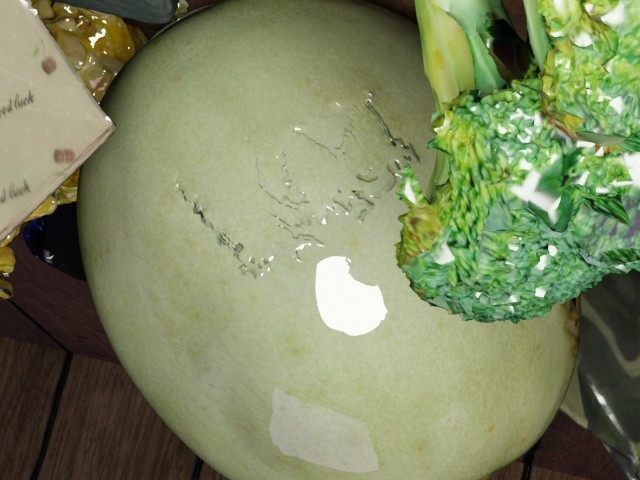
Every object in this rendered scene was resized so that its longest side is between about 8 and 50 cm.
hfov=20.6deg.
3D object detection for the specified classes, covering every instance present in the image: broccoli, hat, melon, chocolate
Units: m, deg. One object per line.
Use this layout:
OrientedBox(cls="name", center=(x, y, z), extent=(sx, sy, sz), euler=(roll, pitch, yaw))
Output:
OrientedBox(cls="broccoli", center=(0.095, -0.106, 0.647), extent=(0.269, 0.269, 0.254), euler=(13, 162, 6))
OrientedBox(cls="hat", center=(0.158, 0.017, 1.325), extent=(0.366, 0.257, 0.381), euler=(30, 148, 51))
OrientedBox(cls="melon", center=(0.000, 0.000, 1.011), extent=(0.268, 0.330, 0.268), euler=(-29, 171, -5))
OrientedBox(cls="chocolate", center=(-0.303, -0.057, 1.563), extent=(0.343, 0.126, 0.148), euler=(14, -153, 39))

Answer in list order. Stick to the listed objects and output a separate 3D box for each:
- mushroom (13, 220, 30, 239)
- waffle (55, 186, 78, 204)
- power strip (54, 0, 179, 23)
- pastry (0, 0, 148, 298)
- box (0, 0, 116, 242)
OrientedBox(cls="mushroom", center=(-0.325, -0.077, 1.319), extent=(0.253, 0.153, 0.253), euler=(33, 176, 2))
OrientedBox(cls="waffle", center=(-0.127, -0.064, 1.278), extent=(0.191, 0.038, 0.191), euler=(-13, -163, 4))
OrientedBox(cls="power strip", center=(-0.121, -0.183, 0.862), extent=(0.105, 0.070, 0.256), euler=(12, 169, 1))
OrientedBox(cls="pastry", center=(-0.215, -0.061, 1.157), extent=(0.154, 0.250, 0.102), euler=(52, -174, -44))
OrientedBox(cls="box", center=(-0.286, -0.095, 0.818), extent=(0.190, 0.225, 0.297), euler=(-6, 126, 48))
